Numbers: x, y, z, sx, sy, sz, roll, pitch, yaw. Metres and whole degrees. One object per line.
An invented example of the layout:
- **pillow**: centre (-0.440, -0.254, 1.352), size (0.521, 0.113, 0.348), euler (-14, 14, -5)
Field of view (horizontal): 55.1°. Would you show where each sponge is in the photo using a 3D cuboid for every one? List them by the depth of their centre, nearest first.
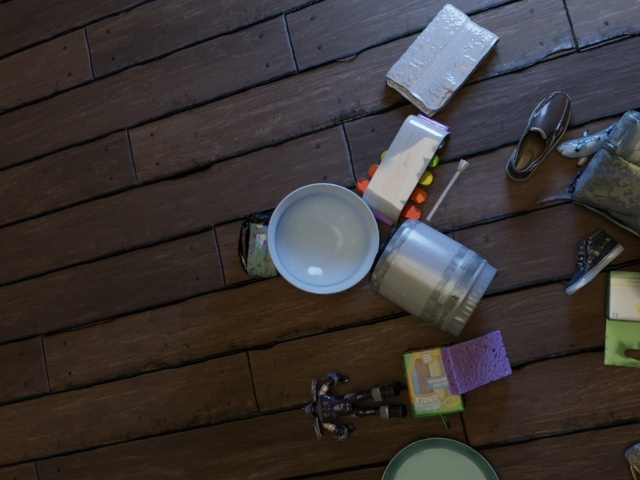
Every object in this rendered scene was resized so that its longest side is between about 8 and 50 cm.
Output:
- **sponge**: centre (0.392, 0.304, 1.541), size (0.031, 0.210, 0.117), euler (-22, 79, 51)

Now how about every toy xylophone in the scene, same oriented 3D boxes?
- **toy xylophone**: centre (0.252, -0.179, 1.666), size (0.236, 0.081, 0.322), euler (39, 96, 15)

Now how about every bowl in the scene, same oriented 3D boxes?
- **bowl**: centre (0.000, 0.000, 1.670), size (0.298, 0.134, 0.297), euler (1, 85, -8)

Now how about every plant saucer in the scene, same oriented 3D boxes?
- **plant saucer**: centre (0.310, 0.673, 1.587), size (0.318, 0.044, 0.317), euler (-2, 78, 9)

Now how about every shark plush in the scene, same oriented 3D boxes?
- **shark plush**: centre (0.691, -0.264, 1.575), size (0.161, 0.073, 0.067), euler (-38, 47, 14)

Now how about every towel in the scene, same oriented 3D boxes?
- **towel**: centre (0.329, -0.495, 1.689), size (0.187, 0.049, 0.282), euler (41, 96, 13)

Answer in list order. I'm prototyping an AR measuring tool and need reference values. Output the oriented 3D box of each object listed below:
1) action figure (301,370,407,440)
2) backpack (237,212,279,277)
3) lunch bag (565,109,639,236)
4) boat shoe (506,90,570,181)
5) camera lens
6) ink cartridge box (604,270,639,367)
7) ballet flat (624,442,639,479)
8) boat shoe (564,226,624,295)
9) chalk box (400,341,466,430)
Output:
- **action figure**: centre (0.082, 0.447, 1.660), size (0.285, 0.099, 0.185), euler (-10, 90, 18)
- **backpack**: centre (-0.161, 0.015, 1.732), size (0.115, 0.152, 0.182), euler (6, 94, 14)
- **lunch bag**: centre (0.784, -0.137, 1.460), size (0.305, 0.212, 0.256), euler (34, 112, 17)
- **boat shoe**: centre (0.570, -0.271, 1.583), size (0.095, 0.095, 0.257), euler (27, 93, 15)
- **camera lens**: centre (0.279, 0.090, 1.567), size (0.274, 0.219, 0.219), euler (31, 94, 15)
- **ink cartridge box**: centre (0.795, 0.197, 1.511), size (0.171, 0.056, 0.235), euler (3, 84, 14)
- **ballet flat**: centre (0.805, 0.590, 1.479), size (0.067, 0.073, 0.206), euler (-36, 73, 37)
- **boat shoe**: centre (0.668, 0.053, 1.552), size (0.183, 0.065, 0.083), euler (-43, 75, 1)
- **chalk box**: centre (0.298, 0.380, 1.585), size (0.132, 0.132, 0.213), euler (-11, 82, 13)
